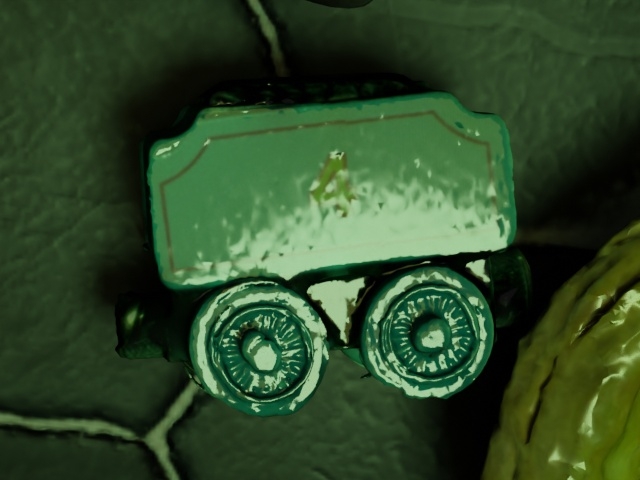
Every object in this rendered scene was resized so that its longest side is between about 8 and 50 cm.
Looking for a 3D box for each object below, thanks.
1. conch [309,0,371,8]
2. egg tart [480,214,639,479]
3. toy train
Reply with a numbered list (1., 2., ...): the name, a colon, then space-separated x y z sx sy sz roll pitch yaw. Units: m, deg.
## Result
1. conch: -0.094 -0.143 0.709 0.233 0.086 0.080 30 97 -12
2. egg tart: 0.238 0.107 0.792 0.345 0.132 0.345 -2 103 -9
3. toy train: 0.000 0.000 0.751 0.198 0.107 0.154 -5 96 -7
